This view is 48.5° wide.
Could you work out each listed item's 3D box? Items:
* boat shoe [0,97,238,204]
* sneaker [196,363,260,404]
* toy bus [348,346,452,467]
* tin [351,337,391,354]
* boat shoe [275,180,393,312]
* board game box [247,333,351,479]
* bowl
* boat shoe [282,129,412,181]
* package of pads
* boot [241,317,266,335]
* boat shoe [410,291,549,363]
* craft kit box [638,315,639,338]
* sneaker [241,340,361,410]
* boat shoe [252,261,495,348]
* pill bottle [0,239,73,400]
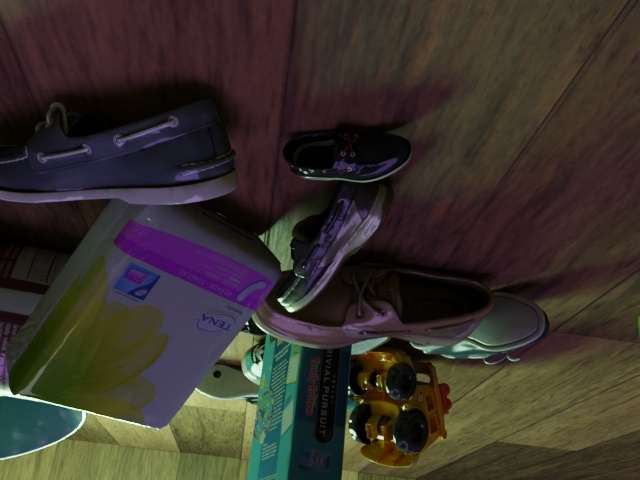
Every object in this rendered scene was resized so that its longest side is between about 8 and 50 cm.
[{"bbox_3d":[-0.235,-0.098,0.735,0.320,0.116,0.099,3,112,21],"label":"boat shoe"},{"bbox_3d":[-0.192,0.342,1.635,0.217,0.079,0.121,7,153,-6],"label":"sneaker"},{"bbox_3d":[0.168,0.298,1.383,0.212,0.220,0.150,-13,-175,-41],"label":"toy bus"},{"bbox_3d":[0.057,0.164,1.259,0.106,0.040,0.189,18,153,-14],"label":"tin"},{"bbox_3d":[0.000,0.000,0.852,0.073,0.080,0.223,32,129,-12],"label":"boat shoe"},{"bbox_3d":[-0.033,0.250,1.105,0.079,0.335,0.254,13,154,-15],"label":"board game box"},{"bbox_3d":[-0.569,0.252,1.217,0.312,0.163,0.311,-13,150,-8],"label":"bowl"},{"bbox_3d":[0.025,-0.087,0.715,0.133,0.048,0.042,-1,162,25],"label":"boat shoe"},{"bbox_3d":[-0.213,0.087,0.895,0.229,0.101,0.296,31,100,-42],"label":"package of pads"},{"bbox_3d":[-0.138,0.120,1.196,0.121,0.045,0.099,11,150,5],"label":"boot"},{"bbox_3d":[0.250,0.143,1.100,0.079,0.095,0.255,25,150,-32],"label":"boat shoe"},{"bbox_3d":[0.623,0.105,0.990,0.250,0.060,0.246,7,152,-3],"label":"craft kit box"},{"bbox_3d":[0.001,0.267,1.402,0.302,0.108,0.121,16,157,-17],"label":"sneaker"},{"bbox_3d":[0.074,0.078,0.991,0.341,0.121,0.110,3,152,-17],"label":"boat shoe"},{"bbox_3d":[-0.447,0.116,1.045,0.393,0.224,0.224,13,154,-13],"label":"pill bottle"}]
